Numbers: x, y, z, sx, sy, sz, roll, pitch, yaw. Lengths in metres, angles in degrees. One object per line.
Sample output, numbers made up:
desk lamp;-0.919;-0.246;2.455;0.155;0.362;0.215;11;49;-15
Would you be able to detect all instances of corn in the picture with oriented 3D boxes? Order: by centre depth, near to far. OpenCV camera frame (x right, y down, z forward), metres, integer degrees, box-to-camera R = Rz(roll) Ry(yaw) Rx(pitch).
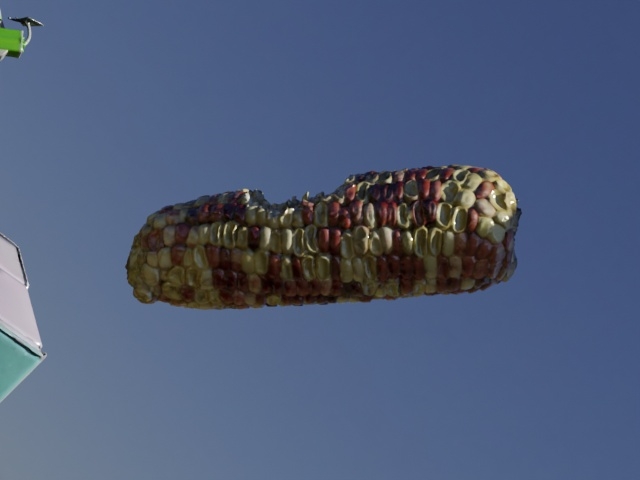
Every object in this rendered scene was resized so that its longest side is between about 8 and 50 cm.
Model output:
corn;0.000;0.000;1.431;0.098;0.290;0.098;-4;90;-85

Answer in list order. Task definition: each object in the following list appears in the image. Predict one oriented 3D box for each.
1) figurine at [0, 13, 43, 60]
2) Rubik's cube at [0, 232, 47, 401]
figurine;-0.332;-0.169;1.726;0.126;0.192;0.147;36;-40;-15
Rubik's cube;-0.425;0.072;1.867;0.225;0.231;0.221;41;10;-30
